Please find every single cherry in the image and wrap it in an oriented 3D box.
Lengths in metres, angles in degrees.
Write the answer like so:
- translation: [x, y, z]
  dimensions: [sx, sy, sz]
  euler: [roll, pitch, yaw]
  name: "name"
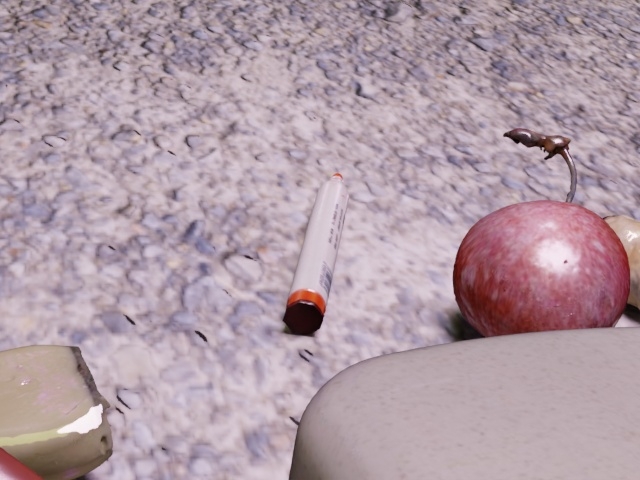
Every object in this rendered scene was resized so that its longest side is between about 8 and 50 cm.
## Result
- translation: [0.130, -0.001, 0.938]
  dimensions: [0.107, 0.090, 0.225]
  euler: [-13, 32, 5]
  name: "cherry"

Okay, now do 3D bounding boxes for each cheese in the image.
- translation: [-0.202, 0.097, 0.731]
  dimensions: [0.192, 0.037, 0.097]
  euler: [-10, 30, -18]
  name: "cheese"

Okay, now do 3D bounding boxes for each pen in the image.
- translation: [0.000, 0.000, 0.988]
  dimensions: [0.026, 0.026, 0.218]
  euler: [8, 26, 3]
  name: "pen"

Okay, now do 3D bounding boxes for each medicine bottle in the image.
- translation: [0.148, 0.164, 0.581]
  dimensions: [0.282, 0.123, 0.375]
  euler: [-3, 27, -22]
  name: "medicine bottle"

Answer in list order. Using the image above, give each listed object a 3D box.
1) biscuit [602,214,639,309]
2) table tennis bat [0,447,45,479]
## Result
- translation: [0.254, 0.039, 0.926]
  dimensions: [0.219, 0.061, 0.055]
  euler: [29, 17, 36]
  name: "biscuit"
- translation: [-0.270, 0.031, 0.704]
  dimensions: [0.414, 0.051, 0.268]
  euler: [35, 73, 17]
  name: "table tennis bat"
